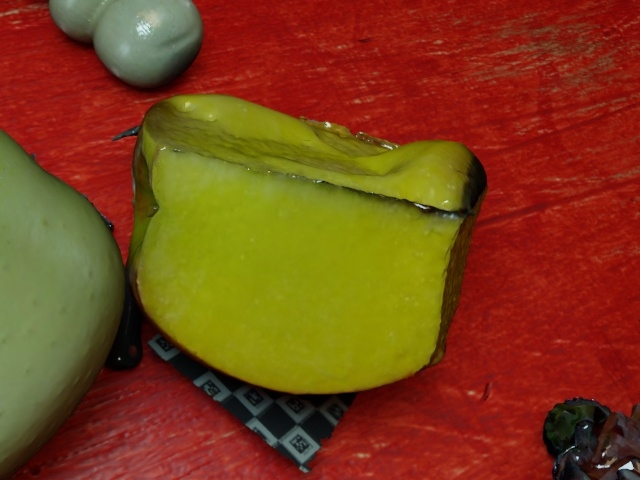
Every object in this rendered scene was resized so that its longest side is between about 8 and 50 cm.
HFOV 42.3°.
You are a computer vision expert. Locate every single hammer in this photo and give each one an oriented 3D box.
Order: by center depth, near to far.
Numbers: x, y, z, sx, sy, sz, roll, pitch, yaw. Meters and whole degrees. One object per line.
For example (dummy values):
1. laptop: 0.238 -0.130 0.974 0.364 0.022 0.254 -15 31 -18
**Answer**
1. hammer: -0.188 -0.002 0.877 0.111 0.033 0.287 38 48 -50

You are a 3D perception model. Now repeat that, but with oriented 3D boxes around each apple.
1. apple: -0.343 0.047 0.636 0.357 0.357 0.357 8 57 -13

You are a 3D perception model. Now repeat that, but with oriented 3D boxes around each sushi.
1. sushi: -0.066 0.141 0.843 0.201 0.031 0.139 38 37 8

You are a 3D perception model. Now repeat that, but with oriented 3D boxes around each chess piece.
1. chess piece: -0.281 -0.319 0.998 0.330 0.182 0.182 44 57 4

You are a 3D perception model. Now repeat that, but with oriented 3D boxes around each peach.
1. peach: 0.000 0.000 0.828 0.381 0.242 0.306 5 20 -13

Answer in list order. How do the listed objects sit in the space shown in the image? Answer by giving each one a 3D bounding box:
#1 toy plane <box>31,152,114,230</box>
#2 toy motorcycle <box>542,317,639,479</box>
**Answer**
1. toy plane: -0.294 -0.045 0.873 0.130 0.061 0.189 -11 58 -49
2. toy motorcycle: 0.329 0.233 0.843 0.207 0.134 0.401 2 39 16
